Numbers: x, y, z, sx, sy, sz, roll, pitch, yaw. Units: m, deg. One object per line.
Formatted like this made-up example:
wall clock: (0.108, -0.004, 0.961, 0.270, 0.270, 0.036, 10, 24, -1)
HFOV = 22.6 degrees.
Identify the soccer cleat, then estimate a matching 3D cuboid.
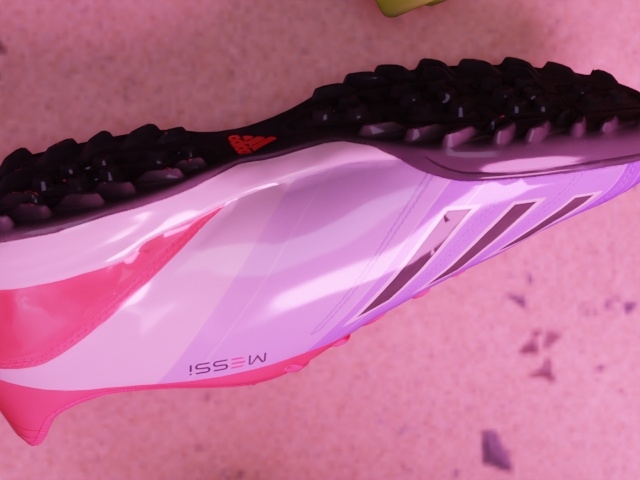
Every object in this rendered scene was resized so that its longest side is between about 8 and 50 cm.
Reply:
soccer cleat: (0.000, 0.000, 0.698, 0.318, 0.108, 0.116, -13, 116, -11)

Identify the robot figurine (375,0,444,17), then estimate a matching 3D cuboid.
robot figurine: (0.032, -0.159, 0.704, 0.101, 0.067, 0.115, -21, 93, -35)
